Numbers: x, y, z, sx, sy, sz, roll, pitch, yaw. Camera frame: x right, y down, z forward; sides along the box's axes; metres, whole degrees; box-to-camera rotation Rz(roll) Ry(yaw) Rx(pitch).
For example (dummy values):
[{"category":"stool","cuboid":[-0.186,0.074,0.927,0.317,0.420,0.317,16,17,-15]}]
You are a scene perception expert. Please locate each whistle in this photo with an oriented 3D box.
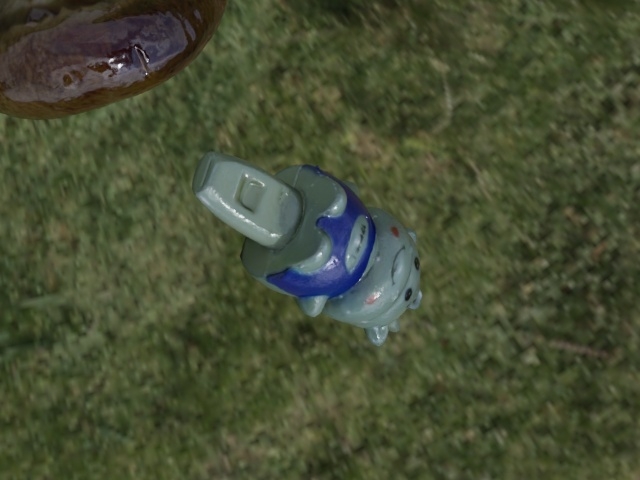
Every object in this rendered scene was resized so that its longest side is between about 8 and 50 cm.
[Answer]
[{"category":"whistle","cuboid":[0.000,0.000,1.307,0.244,0.092,0.110,33,70,-40]}]

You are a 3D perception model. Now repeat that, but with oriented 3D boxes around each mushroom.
[{"category":"mushroom","cuboid":[-0.221,-0.224,1.583,0.267,0.267,0.254,-32,149,2]}]
